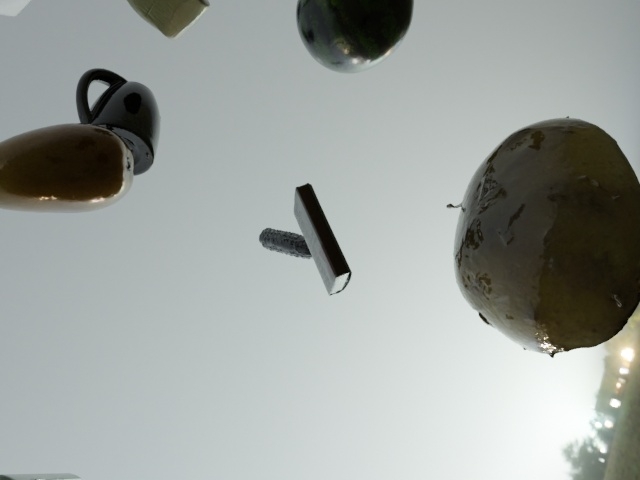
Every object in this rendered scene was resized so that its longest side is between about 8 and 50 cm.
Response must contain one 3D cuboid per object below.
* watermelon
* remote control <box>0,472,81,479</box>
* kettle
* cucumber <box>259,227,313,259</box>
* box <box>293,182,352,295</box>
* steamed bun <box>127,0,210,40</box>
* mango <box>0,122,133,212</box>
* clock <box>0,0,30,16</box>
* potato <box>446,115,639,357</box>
[{"bbox_3d":[0.073,-0.497,1.049,0.269,0.268,0.269,-27,-57,-50],"label":"watermelon"},{"bbox_3d":[-0.616,0.568,1.035,0.344,0.050,0.145,98,-169,-66],"label":"remote control"},{"bbox_3d":[-0.606,-0.385,1.486,0.268,0.207,0.291,36,-139,-40],"label":"kettle"},{"bbox_3d":[-0.087,0.008,1.422,0.072,0.300,0.072,-5,-82,-33],"label":"cucumber"},{"bbox_3d":[0.000,0.000,0.873,0.035,0.178,0.115,-20,-18,-13],"label":"box"},{"bbox_3d":[-0.476,-0.757,1.504,0.250,0.200,0.155,48,-161,-15],"label":"steamed bun"},{"bbox_3d":[-0.652,-0.170,1.214,0.377,0.263,0.221,-14,-81,-28],"label":"mango"},{"bbox_3d":[-0.341,-0.425,0.549,0.262,0.231,0.116,62,-154,7],"label":"clock"},{"bbox_3d":[0.234,-0.020,0.585,0.115,0.239,0.299,17,-115,-27],"label":"potato"}]
